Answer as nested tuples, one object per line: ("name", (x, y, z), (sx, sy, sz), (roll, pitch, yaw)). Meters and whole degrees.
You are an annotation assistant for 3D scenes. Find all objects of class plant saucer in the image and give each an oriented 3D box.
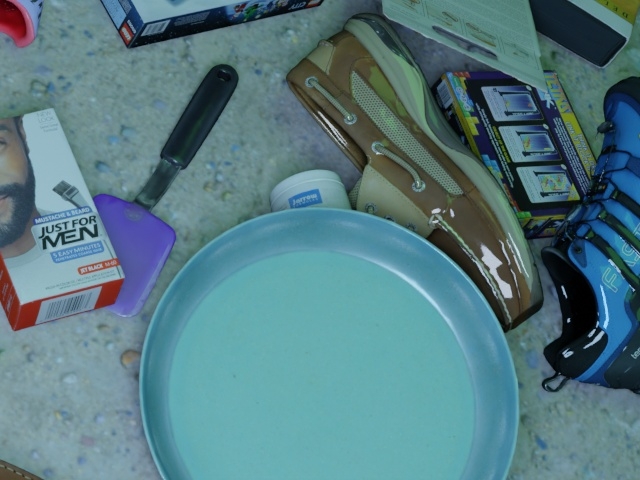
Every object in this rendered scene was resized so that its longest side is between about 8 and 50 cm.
("plant saucer", (0.006, 0.128, 1.627), (0.317, 0.044, 0.318), (5, 70, -12))

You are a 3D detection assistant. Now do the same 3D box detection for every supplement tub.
("supplement tub", (0.000, 0.000, 1.745), (0.071, 0.071, 0.107), (-1, 60, -30))

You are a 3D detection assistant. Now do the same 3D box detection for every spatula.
("spatula", (-0.137, -0.058, 1.732), (0.084, 0.030, 0.296), (27, 48, 0))

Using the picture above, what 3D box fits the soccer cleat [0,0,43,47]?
("soccer cleat", (-0.352, -0.227, 1.698), (0.248, 0.083, 0.095), (8, 60, -28))

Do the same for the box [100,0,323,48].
("box", (-0.117, -0.277, 1.887), (0.233, 0.044, 0.159), (-17, 69, -37))

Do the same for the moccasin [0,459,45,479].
("moccasin", (-0.123, 0.284, 1.426), (0.380, 0.147, 0.139), (42, 48, 2))

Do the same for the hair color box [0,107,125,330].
("hair color box", (-0.234, -0.019, 1.627), (0.093, 0.053, 0.167), (-16, 66, -25))

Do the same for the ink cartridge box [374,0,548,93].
("ink cartridge box", (0.123, -0.211, 1.924), (0.181, 0.056, 0.225), (23, 30, -14))

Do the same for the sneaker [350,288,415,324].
("sneaker", (0.078, 0.087, 1.725), (0.161, 0.075, 0.057), (23, 50, -14))

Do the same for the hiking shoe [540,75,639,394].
("hiking shoe", (0.272, -0.010, 1.839), (0.132, 0.113, 0.304), (5, 76, -19))

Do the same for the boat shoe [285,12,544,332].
("boat shoe", (0.081, -0.051, 1.811), (0.120, 0.122, 0.324), (-30, 73, -8))

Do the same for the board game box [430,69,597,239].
("board game box", (0.194, -0.084, 1.930), (0.141, 0.048, 0.170), (-3, 61, -34))

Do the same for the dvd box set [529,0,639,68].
("dvd box set", (0.234, -0.410, 2.169), (0.307, 0.062, 0.420), (30, 49, -8))
